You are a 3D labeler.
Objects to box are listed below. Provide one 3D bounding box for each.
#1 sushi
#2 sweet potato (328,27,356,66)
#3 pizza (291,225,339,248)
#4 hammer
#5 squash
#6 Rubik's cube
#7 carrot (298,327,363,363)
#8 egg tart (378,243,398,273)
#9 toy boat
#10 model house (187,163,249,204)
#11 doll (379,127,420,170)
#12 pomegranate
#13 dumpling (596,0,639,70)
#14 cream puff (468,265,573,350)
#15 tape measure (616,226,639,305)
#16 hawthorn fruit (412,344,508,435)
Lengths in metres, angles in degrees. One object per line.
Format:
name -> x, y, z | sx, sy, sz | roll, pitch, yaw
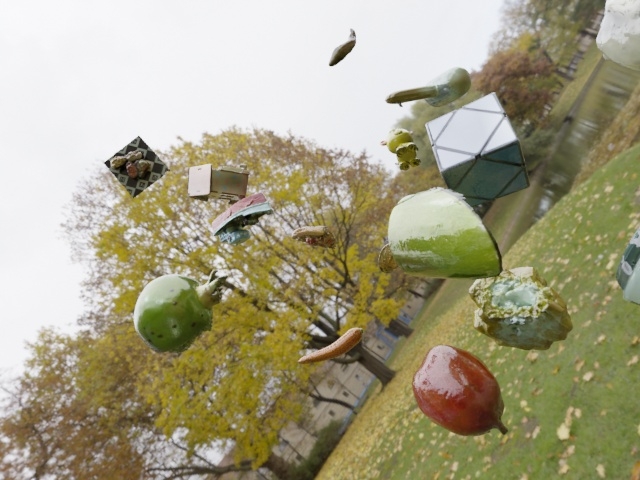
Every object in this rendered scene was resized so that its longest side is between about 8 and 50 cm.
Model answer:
sushi -> -0.475, -0.192, 1.054 | 0.120, 0.126, 0.026 | -41, 0, -6
sweet potato -> 0.066, -0.522, 1.115 | 0.153, 0.041, 0.038 | -59, 3, -21
pizza -> 0.000, 0.000, 1.605 | 0.199, 0.188, 0.062 | 21, -108, -38
hammer -> 0.376, -0.540, 1.498 | 0.306, 0.113, 0.202 | -17, 4, -16
squash -> 0.330, -0.017, 1.001 | 0.210, 0.233, 0.309 | -31, 9, -29
Rubik's cube -> 0.438, -0.241, 1.152 | 0.205, 0.205, 0.207 | 45, -147, -45
carrot -> 0.045, 0.405, 1.522 | 0.271, 0.066, 0.062 | -32, 4, -1
egg tart -> 0.284, 0.075, 1.656 | 0.129, 0.049, 0.128 | -11, -73, -40
toy boat -> -0.304, -0.077, 1.665 | 0.332, 0.133, 0.145 | -29, -14, 40
model house -> -0.456, -0.256, 1.811 | 0.326, 0.245, 0.169 | -178, 89, -73
doll -> 0.331, -0.389, 1.681 | 0.143, 0.220, 0.135 | -22, -53, 5
pomegranate -> -0.443, 0.213, 1.322 | 0.341, 0.260, 0.260 | -37, -17, 5
dumpling -> 0.539, -0.300, 0.599 | 0.187, 0.243, 0.318 | -37, 14, 32
cream puff -> 0.724, 0.248, 1.497 | 0.274, 0.324, 0.269 | 66, -146, -30
tape measure -> 0.755, 0.040, 0.869 | 0.262, 0.138, 0.259 | -8, -62, -36
hawthorn fruit -> 0.448, 0.498, 1.360 | 0.295, 0.295, 0.311 | -62, 8, 10
